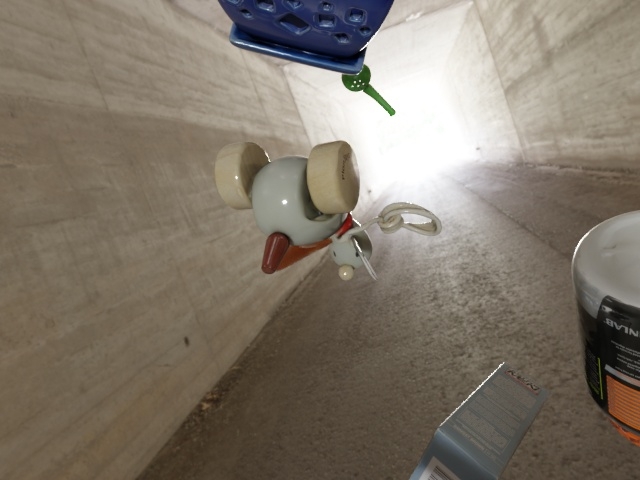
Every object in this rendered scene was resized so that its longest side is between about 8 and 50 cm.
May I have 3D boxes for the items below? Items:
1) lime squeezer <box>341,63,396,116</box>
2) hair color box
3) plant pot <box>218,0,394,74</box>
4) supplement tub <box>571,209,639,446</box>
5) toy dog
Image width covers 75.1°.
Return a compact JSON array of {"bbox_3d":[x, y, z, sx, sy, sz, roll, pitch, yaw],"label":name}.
[{"bbox_3d":[0.056,-0.352,0.787,0.059,0.310,0.109,-18,30,46],"label":"lime squeezer"},{"bbox_3d":[0.314,0.394,0.817,0.114,0.185,0.375,34,24,33],"label":"hair color box"},{"bbox_3d":[-0.013,-0.379,0.573,0.236,0.235,0.212,12,-15,-3],"label":"plant pot"},{"bbox_3d":[0.479,0.140,0.580,0.207,0.337,0.207,-19,32,13],"label":"supplement tub"},{"bbox_3d":[0.000,0.000,0.561,0.220,0.160,0.334,-7,-26,43],"label":"toy dog"}]
